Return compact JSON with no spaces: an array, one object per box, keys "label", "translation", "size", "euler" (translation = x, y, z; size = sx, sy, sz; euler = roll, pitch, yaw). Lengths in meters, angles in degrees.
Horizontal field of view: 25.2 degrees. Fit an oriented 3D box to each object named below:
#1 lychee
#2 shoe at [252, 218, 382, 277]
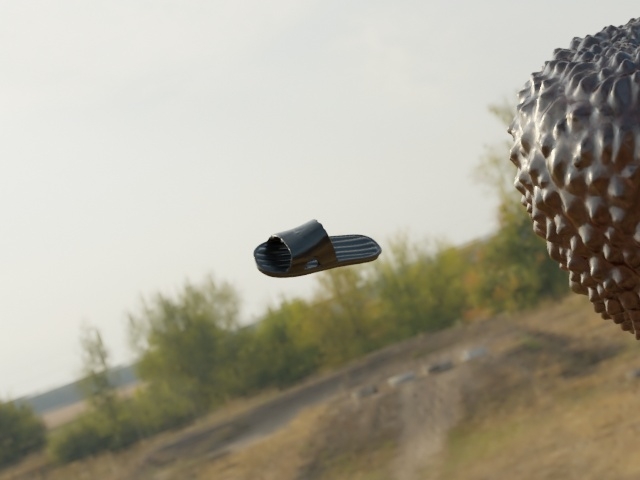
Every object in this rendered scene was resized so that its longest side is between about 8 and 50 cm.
[{"label":"lychee","translation":[0.275,-0.045,1.145],"size":[0.271,0.271,0.271],"euler":[-21,-3,-1]},{"label":"shoe","translation":[0.000,0.000,1.538],"size":[0.159,0.062,0.053],"euler":[-5,-51,-33]}]
